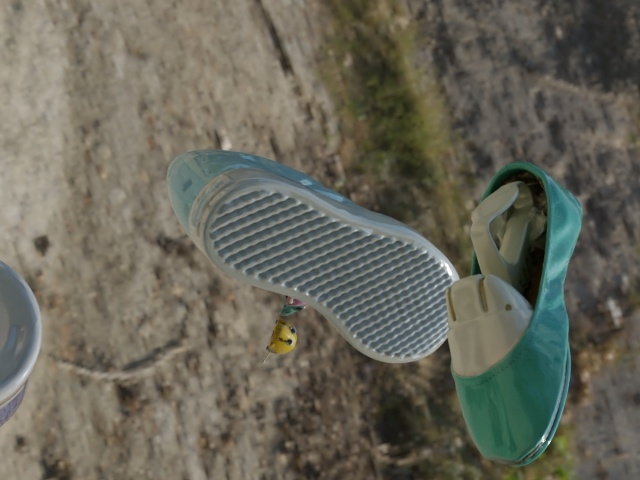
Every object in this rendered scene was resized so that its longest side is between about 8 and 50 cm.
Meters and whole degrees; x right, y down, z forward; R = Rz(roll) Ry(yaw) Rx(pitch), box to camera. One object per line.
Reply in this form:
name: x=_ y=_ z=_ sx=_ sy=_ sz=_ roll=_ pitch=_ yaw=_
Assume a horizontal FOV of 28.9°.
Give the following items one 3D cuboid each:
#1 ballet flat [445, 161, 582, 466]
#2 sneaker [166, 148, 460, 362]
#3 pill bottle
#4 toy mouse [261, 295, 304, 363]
ballet flat: x=0.122 y=0.036 z=0.838 sx=0.087 sy=0.083 sz=0.247 roll=44 pitch=41 yaw=-23
sneaker: x=0.000 y=0.000 z=1.225 sx=0.366 sy=0.135 sz=0.150 roll=34 pitch=8 yaw=-42
pill bottle: x=-0.262 y=0.085 z=0.892 sx=0.187 sy=0.112 sz=0.112 roll=131 pitch=-50 yaw=-65
toy mouse: x=-0.025 y=0.062 z=1.441 sx=0.161 sy=0.031 sz=0.143 roll=112 pitch=-3 yaw=-67
